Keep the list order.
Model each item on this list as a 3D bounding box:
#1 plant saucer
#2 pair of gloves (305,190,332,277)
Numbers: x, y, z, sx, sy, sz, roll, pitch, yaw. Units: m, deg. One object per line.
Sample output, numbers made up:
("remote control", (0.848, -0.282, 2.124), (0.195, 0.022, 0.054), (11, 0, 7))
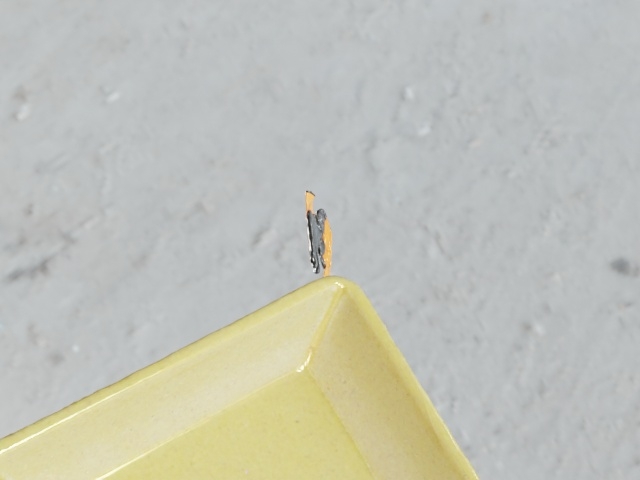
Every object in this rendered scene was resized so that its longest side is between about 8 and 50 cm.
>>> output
("plant saucer", (-0.035, 0.234, 1.114), (0.332, 0.333, 0.081), (-26, -12, -30))
("pair of gloves", (0.000, 0.000, 1.384), (0.010, 0.083, 0.074), (-7, 74, 11))
